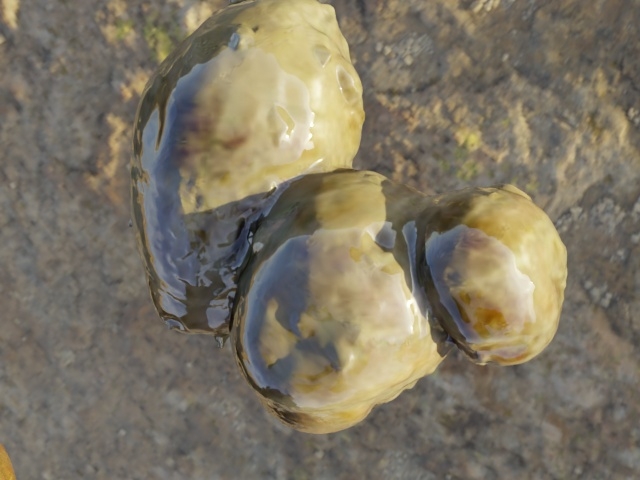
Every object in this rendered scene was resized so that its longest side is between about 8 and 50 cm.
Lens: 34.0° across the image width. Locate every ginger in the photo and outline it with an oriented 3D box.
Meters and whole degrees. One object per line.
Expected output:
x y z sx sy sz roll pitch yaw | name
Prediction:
0.000 0.000 0.662 0.304 0.155 0.244 41 109 22 | ginger

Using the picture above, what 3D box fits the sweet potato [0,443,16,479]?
-0.342 0.265 1.028 0.354 0.106 0.095 55 159 31 | sweet potato
